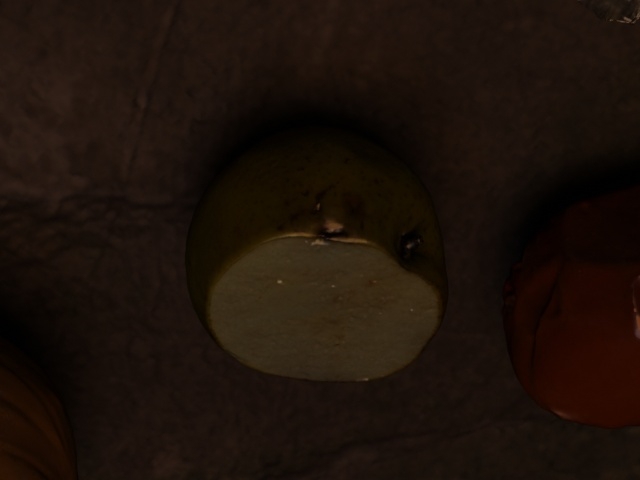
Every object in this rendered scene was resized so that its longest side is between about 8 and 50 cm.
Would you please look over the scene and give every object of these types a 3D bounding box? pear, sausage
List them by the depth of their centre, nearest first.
[{"bbox_3d":[0.000,0.000,1.023,0.141,0.104,0.141,3,141,3],"label":"pear"},{"bbox_3d":[0.221,0.019,1.036,0.258,0.133,0.133,-20,118,3],"label":"sausage"}]

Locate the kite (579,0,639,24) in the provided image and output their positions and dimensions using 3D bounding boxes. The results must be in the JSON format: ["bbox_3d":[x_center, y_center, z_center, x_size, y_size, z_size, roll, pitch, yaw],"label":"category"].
[{"bbox_3d":[0.095,-0.200,0.968,0.245,0.015,0.141,19,114,-18],"label":"kite"}]

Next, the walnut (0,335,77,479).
[{"bbox_3d":[-0.237,0.132,1.027,0.221,0.195,0.195,0,119,-9],"label":"walnut"}]
